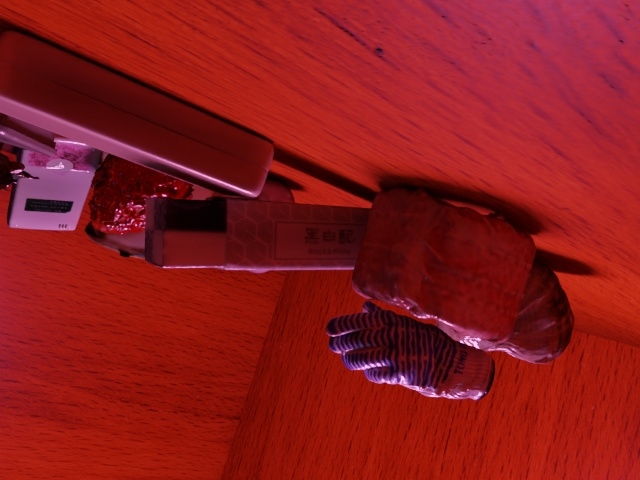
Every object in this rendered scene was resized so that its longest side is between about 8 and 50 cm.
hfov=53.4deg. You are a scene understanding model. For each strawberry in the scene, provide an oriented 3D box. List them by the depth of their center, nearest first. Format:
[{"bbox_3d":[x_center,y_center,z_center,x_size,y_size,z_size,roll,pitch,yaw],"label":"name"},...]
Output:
[{"bbox_3d":[-0.353,-0.091,1.224,0.187,0.201,0.184,36,159,6],"label":"strawberry"}]

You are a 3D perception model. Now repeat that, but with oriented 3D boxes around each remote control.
[{"bbox_3d":[-0.536,-0.120,1.274,0.145,0.050,0.344,3,150,-31],"label":"remote control"}]

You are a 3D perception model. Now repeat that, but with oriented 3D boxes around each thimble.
[{"bbox_3d":[0.167,0.032,0.874,0.239,0.162,0.239,20,178,1],"label":"thimble"}]

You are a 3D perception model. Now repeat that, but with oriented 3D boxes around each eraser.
[{"bbox_3d":[-0.044,-0.009,0.927,0.404,0.098,0.096,1,-178,-32],"label":"eraser"}]

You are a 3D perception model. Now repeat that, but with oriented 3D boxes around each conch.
[{"bbox_3d":[0.315,0.088,1.061,0.210,0.159,0.291,21,-144,35],"label":"conch"}]

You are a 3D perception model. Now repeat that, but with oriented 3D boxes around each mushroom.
[{"bbox_3d":[-0.399,-0.072,1.447,0.292,0.217,0.212,19,180,-24],"label":"mushroom"}]

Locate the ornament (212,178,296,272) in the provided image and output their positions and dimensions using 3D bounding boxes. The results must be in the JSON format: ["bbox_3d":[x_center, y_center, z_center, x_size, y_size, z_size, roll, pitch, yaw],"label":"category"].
[{"bbox_3d":[-0.118,-0.032,1.129,0.177,0.177,0.177,18,176,1],"label":"ornament"}]

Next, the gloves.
[{"bbox_3d":[0.118,0.147,0.851,0.229,0.119,0.097,11,133,5],"label":"gloves"}]

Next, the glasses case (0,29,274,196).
[{"bbox_3d":[-0.231,-0.143,0.788,0.336,0.076,0.144,20,175,-31],"label":"glasses case"}]

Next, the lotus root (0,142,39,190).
[{"bbox_3d":[-0.607,-0.175,1.055,0.154,0.154,0.278,12,148,53],"label":"lotus root"}]

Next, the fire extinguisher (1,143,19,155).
[{"bbox_3d":[-0.574,-0.200,1.266,0.105,0.105,0.269,17,175,14],"label":"fire extinguisher"}]

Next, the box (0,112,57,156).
[{"bbox_3d":[-0.476,-0.199,0.962,0.124,0.093,0.172,17,176,5],"label":"box"}]
